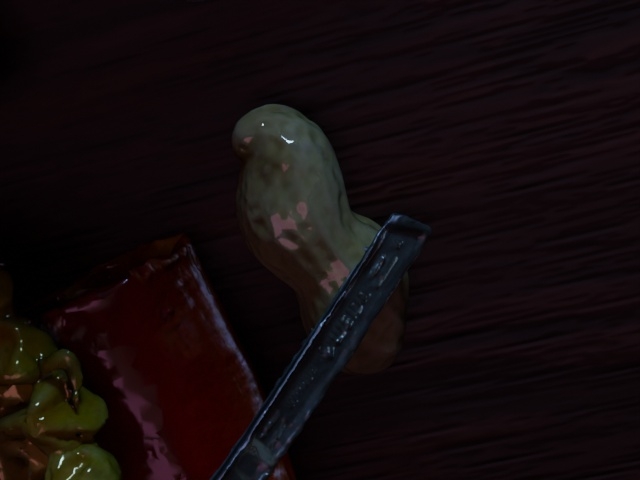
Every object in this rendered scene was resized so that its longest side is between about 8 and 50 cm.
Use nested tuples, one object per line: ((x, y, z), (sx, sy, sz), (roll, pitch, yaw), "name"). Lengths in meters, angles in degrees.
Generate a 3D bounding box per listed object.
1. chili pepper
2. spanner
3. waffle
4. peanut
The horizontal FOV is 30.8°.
((-0.076, 0.172, 0.772), (0.131, 0.134, 0.338), (-25, 98, 24), "chili pepper")
((-0.030, 0.118, 0.685), (0.093, 0.026, 0.325), (39, 79, -19), "spanner")
((-0.234, 0.134, 0.748), (0.329, 0.062, 0.329), (18, 121, 33), "waffle")
((0.000, 0.000, 0.746), (0.082, 0.082, 0.187), (-30, 100, 15), "peanut")
